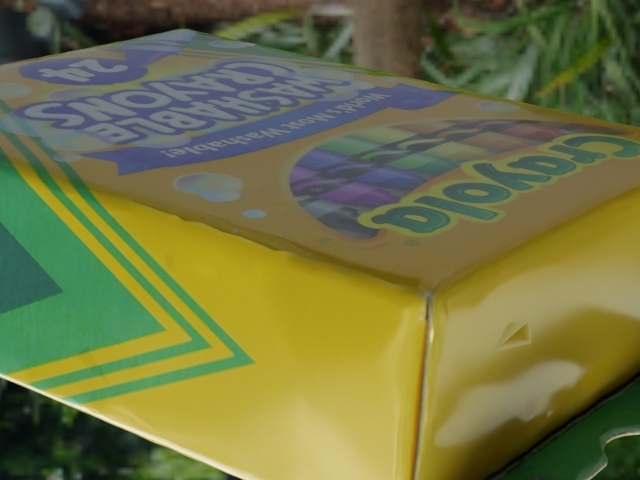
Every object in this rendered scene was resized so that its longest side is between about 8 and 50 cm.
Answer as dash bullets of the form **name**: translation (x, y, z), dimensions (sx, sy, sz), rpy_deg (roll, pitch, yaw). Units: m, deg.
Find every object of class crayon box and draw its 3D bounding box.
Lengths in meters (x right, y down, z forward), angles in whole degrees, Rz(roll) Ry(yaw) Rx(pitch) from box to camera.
- **crayon box**: translation (0.000, 0.000, 0.532), dimensions (0.323, 0.083, 0.203), rpy_deg (17, -156, 33)
